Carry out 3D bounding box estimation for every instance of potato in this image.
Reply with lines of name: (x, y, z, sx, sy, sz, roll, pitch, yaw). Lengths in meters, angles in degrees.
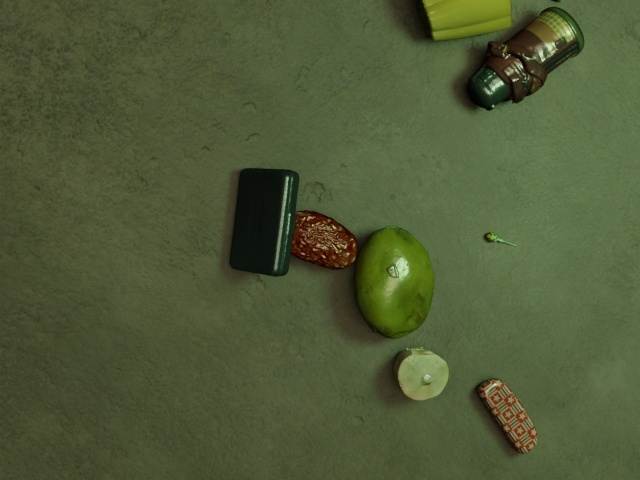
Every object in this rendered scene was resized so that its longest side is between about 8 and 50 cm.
potato: (0.166, 0.096, 1.671, 0.186, 0.148, 0.253, -12, 101, -9)

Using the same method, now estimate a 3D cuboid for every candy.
candy: (0.428, 0.000, 1.773, 0.083, 0.025, 0.023, 18, 56, -20)

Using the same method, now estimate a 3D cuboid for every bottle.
bottle: (0.454, -0.408, 1.704, 0.271, 0.143, 0.156, -37, 96, -4)

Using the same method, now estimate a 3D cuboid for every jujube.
jujube: (0.000, 0.000, 1.668, 0.176, 0.112, 0.109, 21, 76, -10)

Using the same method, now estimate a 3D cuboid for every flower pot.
flower pot: (0.310, -0.538, 1.670, 0.179, 0.195, 0.195, -18, 94, 6)

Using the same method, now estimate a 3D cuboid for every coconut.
coconut: (0.226, 0.301, 1.697, 0.116, 0.122, 0.116, 0, 92, -8)

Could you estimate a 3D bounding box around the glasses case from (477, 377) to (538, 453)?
glasses case: (0.441, 0.408, 1.765, 0.073, 0.049, 0.194, -34, 95, -7)

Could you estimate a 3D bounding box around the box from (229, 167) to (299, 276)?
box: (-0.125, -0.042, 1.636, 0.050, 0.160, 0.230, 7, 90, -48)
